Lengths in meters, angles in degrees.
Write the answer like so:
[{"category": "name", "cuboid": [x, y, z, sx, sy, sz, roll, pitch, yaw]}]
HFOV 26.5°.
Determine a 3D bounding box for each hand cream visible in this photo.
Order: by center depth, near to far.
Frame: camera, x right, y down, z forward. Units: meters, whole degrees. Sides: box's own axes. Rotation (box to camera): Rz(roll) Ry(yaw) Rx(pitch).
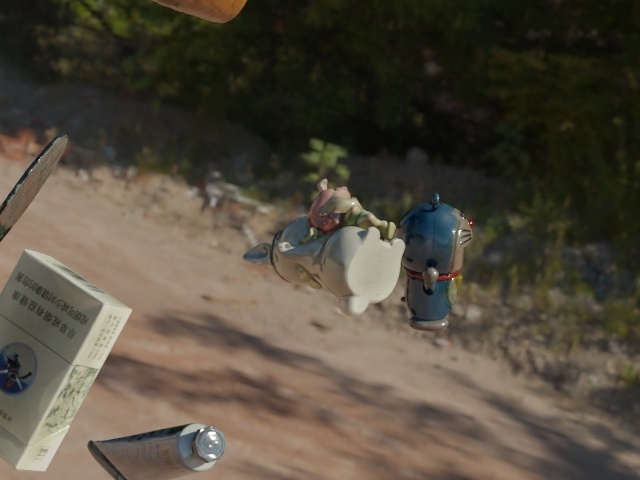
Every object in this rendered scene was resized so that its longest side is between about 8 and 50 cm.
[{"category": "hand cream", "cuboid": [-0.196, 0.256, 1.610, 0.088, 0.055, 0.256, 47, -37, -14]}]

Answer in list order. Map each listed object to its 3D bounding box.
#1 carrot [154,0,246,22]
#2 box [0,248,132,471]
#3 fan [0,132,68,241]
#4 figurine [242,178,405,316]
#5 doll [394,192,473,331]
[{"category": "carrot", "cuboid": [-0.211, -0.354, 1.549, 0.302, 0.138, 0.139, 22, 4, -35]}, {"category": "box", "cuboid": [-0.389, 0.163, 1.849, 0.164, 0.256, 0.069, 30, 3, 26]}, {"category": "fan", "cuboid": [-0.346, -0.001, 1.422, 0.012, 0.294, 0.223, 37, 13, -7]}, {"category": "figurine", "cuboid": [0.007, 0.003, 1.169, 0.146, 0.098, 0.081, 23, -21, 49]}, {"category": "doll", "cuboid": [0.123, 0.021, 1.498, 0.085, 0.152, 0.114, 3, 15, 3]}]
